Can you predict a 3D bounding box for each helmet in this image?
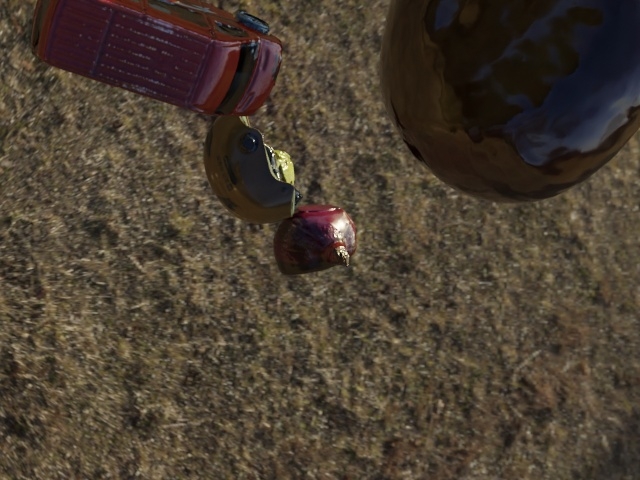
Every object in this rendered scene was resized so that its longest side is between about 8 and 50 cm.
[{"bbox_3d":[-0.132,-0.121,1.338,0.130,0.198,0.224,-32,89,-1],"label":"helmet"}]

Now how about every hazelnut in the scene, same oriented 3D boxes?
[{"bbox_3d":[0.270,-0.264,1.013,0.402,0.402,0.429,11,114,-30],"label":"hazelnut"}]

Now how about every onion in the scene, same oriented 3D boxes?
[{"bbox_3d":[0.000,0.000,1.697,0.195,0.218,0.140,-10,104,-21],"label":"onion"}]

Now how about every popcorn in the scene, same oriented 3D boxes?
[{"bbox_3d":[-0.113,-0.149,1.709,0.116,0.120,0.106,-15,106,-28],"label":"popcorn"}]

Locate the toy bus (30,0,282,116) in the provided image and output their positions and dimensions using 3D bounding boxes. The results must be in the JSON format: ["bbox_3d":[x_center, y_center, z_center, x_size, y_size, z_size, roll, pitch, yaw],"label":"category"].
[{"bbox_3d":[-0.117,-0.148,0.597,0.195,0.089,0.081,14,115,-28],"label":"toy bus"}]
